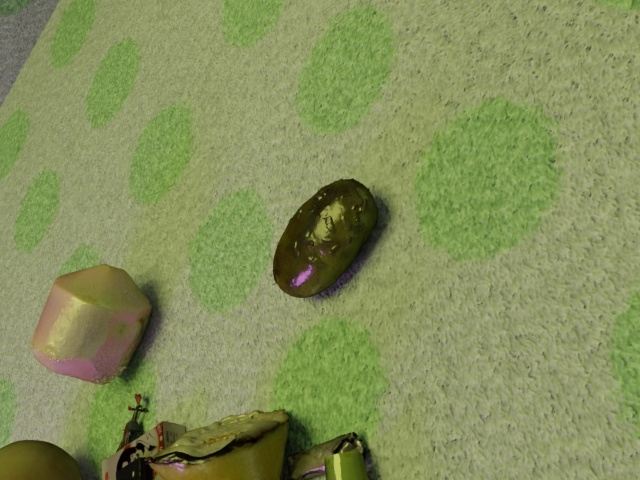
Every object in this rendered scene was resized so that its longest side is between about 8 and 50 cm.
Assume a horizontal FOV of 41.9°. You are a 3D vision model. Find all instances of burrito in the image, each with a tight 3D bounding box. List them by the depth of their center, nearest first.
[{"bbox_3d":[0.004,0.347,1.328,0.171,0.042,0.051,-32,51,38],"label":"burrito"}]

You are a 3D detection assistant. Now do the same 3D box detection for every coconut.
[{"bbox_3d":[-0.487,0.168,1.811,0.233,0.233,0.245,32,97,49],"label":"coconut"}]

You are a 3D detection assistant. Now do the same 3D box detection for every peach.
[{"bbox_3d":[-0.626,0.568,1.745,0.292,0.247,0.292,-39,25,23],"label":"peach"}]

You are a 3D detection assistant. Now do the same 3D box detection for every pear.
[{"bbox_3d":[-0.143,0.390,1.373,0.267,0.267,0.178,-21,88,40],"label":"pear"}]

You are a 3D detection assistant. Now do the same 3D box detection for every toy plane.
[{"bbox_3d":[-0.392,0.390,1.738,0.060,0.037,0.145,5,81,59],"label":"toy plane"}]

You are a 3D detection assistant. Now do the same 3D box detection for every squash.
[{"bbox_3d":[0.056,0.432,1.201,0.083,0.083,0.250,-35,49,32],"label":"squash"}]

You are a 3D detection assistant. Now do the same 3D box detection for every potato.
[{"bbox_3d":[0.000,0.000,1.432,0.251,0.113,0.149,-44,49,22],"label":"potato"}]

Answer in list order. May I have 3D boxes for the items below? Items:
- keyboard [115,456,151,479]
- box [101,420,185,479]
[{"bbox_3d":[-0.337,0.559,1.515,0.106,0.027,0.317,-34,50,37],"label":"keyboard"},{"bbox_3d":[-0.326,0.547,1.576,0.214,0.069,0.353,-36,48,31],"label":"box"}]
